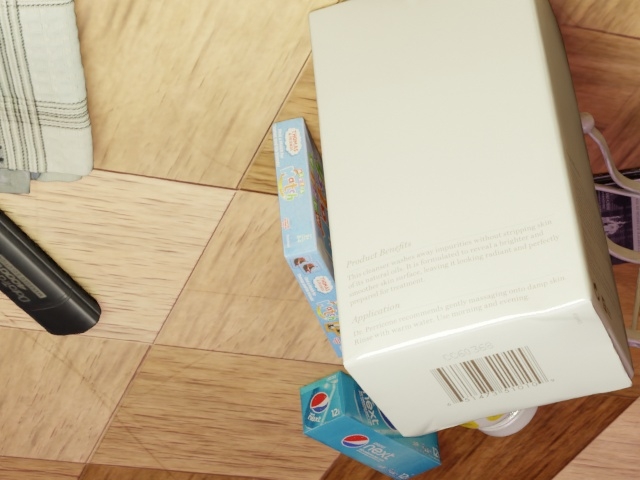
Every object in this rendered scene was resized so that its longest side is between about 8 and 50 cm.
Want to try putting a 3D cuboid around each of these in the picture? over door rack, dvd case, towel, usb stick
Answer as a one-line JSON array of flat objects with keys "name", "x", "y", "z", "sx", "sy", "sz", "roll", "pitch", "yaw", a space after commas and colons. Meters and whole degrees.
[{"name": "over door rack", "x": 0.194, "y": -0.016, "z": 1.602, "sx": 0.324, "sy": 0.239, "sz": 0.108, "roll": 4, "pitch": 130, "yaw": 14}, {"name": "dvd case", "x": 0.257, "y": -0.012, "z": 1.870, "sx": 0.221, "sy": 0.018, "sz": 0.164, "roll": -9, "pitch": 146, "yaw": 7}, {"name": "towel", "x": -0.370, "y": -0.138, "z": 1.557, "sx": 0.312, "sy": 0.056, "sz": 0.324, "roll": -2, "pitch": 148, "yaw": -5}, {"name": "usb stick", "x": -0.329, "y": 0.027, "z": 1.826, "sx": 0.077, "sy": 0.045, "sz": 0.278, "roll": -10, "pitch": 148, "yaw": 20}]

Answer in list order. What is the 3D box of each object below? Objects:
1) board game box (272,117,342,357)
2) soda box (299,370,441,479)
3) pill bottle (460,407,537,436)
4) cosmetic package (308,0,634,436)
[{"name": "board game box", "x": 0.000, "y": 0.000, "z": 1.723, "sx": 0.039, "sy": 0.160, "sz": 0.211, "roll": -13, "pitch": 147, "yaw": 10}, {"name": "soda box", "x": 0.066, "y": 0.243, "z": 2.189, "sx": 0.071, "sy": 0.067, "sz": 0.210, "roll": -27, "pitch": 141, "yaw": 29}, {"name": "pill bottle", "x": 0.172, "y": 0.155, "z": 2.023, "sx": 0.119, "sy": 0.119, "sz": 0.208, "roll": -23, "pitch": 143, "yaw": 25}, {"name": "cosmetic package", "x": 0.123, "y": -0.048, "z": 1.463, "sx": 0.217, "sy": 0.385, "sz": 0.156, "roll": -15, "pitch": 144, "yaw": 17}]
